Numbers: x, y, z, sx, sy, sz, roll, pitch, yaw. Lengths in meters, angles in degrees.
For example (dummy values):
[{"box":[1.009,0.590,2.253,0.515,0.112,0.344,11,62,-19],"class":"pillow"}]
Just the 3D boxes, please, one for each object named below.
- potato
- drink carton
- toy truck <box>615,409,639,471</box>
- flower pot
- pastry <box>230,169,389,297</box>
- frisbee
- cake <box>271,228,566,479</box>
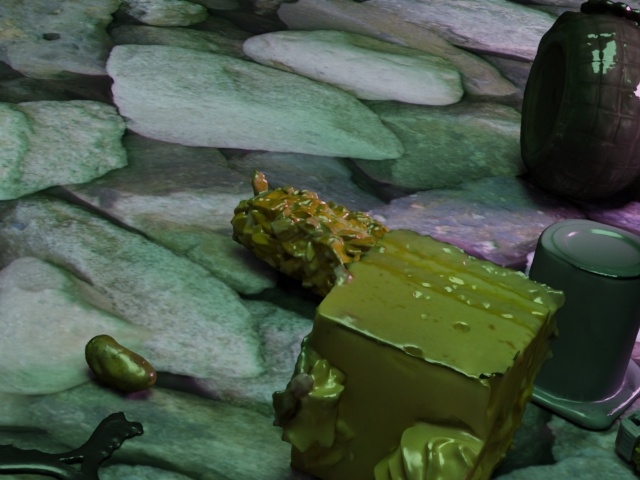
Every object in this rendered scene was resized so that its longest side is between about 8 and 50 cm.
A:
[{"box":[-0.224,0.139,1.756,0.092,0.046,0.045,32,19,14],"class":"potato"},{"box":[0.312,0.085,1.918,0.185,0.190,0.191,22,29,29],"class":"drink carton"},{"box":[0.385,0.243,1.789,0.062,0.052,0.123,-14,39,-30],"class":"toy truck"},{"box":[0.429,-0.205,2.381,0.213,0.302,0.302,11,28,-10],"class":"flower pot"},{"box":[0.000,0.000,2.032,0.250,0.102,0.154,31,33,33],"class":"pastry"},{"box":[-0.248,0.220,1.630,0.211,0.012,0.187,19,28,16],"class":"frisbee"},{"box":[0.096,0.158,1.654,0.227,0.222,0.286,20,30,18],"class":"cake"}]
